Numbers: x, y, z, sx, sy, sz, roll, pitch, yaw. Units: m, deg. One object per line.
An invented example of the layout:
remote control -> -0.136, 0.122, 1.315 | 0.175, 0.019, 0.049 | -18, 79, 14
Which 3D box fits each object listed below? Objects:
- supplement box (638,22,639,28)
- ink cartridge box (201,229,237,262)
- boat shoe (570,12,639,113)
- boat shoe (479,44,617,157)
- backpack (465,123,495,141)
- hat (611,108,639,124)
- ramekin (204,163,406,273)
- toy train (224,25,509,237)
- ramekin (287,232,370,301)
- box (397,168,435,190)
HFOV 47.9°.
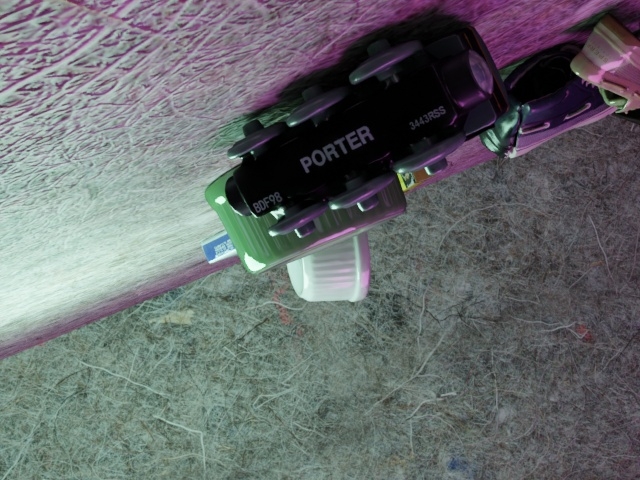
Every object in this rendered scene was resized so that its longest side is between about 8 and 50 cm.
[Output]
supplement box -> 0.632, -0.282, 1.185 | 0.073, 0.239, 0.130 | -22, 177, -8
ink cartridge box -> -0.076, -0.051, 1.795 | 0.324, 0.071, 0.330 | -25, 176, 34
boat shoe -> 0.479, -0.254, 1.124 | 0.302, 0.109, 0.098 | 9, 130, -50
boat shoe -> 0.426, -0.266, 1.193 | 0.340, 0.127, 0.158 | -33, 163, -13
backpack -> 0.195, -0.185, 1.119 | 0.114, 0.084, 0.105 | -26, -179, -38
hat -> 0.597, -0.307, 1.396 | 0.331, 0.134, 0.331 | 16, -161, -6
ramekin -> -0.014, -0.061, 1.129 | 0.303, 0.148, 0.303 | -23, 178, -1
toy train -> 0.047, -0.116, 0.786 | 0.334, 0.142, 0.190 | -24, -173, 35
ramekin -> 0.000, 0.000, 1.460 | 0.127, 0.273, 0.273 | -10, 175, -12
box -> 0.193, -0.158, 1.722 | 0.058, 0.087, 0.232 | -20, 178, -17
